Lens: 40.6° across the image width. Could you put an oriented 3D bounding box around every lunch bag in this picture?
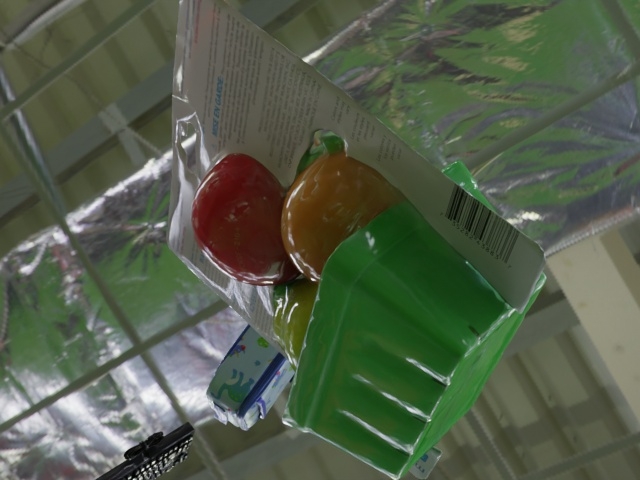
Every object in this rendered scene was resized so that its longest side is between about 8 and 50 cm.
[{"bbox_3d":[-0.094,0.195,1.294,0.090,0.219,0.176,35,-108,8],"label":"lunch bag"}]

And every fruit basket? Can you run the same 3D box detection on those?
[{"bbox_3d":[0.000,0.000,0.710,0.353,0.165,0.327,45,-35,26],"label":"fruit basket"}]

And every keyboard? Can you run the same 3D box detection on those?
[{"bbox_3d":[-0.253,0.324,1.241,0.023,0.180,0.108,33,-51,27],"label":"keyboard"}]
